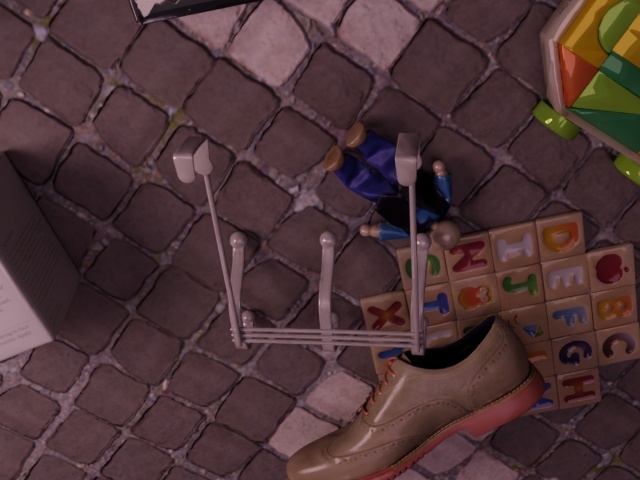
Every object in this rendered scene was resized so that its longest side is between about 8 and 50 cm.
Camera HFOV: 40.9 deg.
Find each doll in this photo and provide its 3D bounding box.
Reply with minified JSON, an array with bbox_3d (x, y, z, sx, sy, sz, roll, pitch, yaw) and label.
[{"bbox_3d":[0.090,-0.050,0.993,0.189,0.046,0.129,37,108,-21],"label":"doll"}]

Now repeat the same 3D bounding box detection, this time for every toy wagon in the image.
[{"bbox_3d":[0.411,-0.181,0.932,0.344,0.068,0.267,28,111,-14],"label":"toy wagon"}]

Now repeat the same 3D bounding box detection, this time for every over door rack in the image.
[{"bbox_3d":[0.000,0.000,0.945,0.239,0.108,0.324,0,136,9],"label":"over door rack"}]

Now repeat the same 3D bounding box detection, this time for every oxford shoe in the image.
[{"bbox_3d":[0.097,0.203,1.074,0.348,0.123,0.130,-28,104,2],"label":"oxford shoe"}]

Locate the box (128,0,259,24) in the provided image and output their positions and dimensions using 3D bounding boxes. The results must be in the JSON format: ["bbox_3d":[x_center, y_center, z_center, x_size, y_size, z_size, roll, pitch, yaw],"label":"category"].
[{"bbox_3d":[-0.101,-0.315,0.824,0.220,0.051,0.175,-5,117,20],"label":"box"}]

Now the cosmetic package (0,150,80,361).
[{"bbox_3d":[-0.388,0.029,0.953,0.151,0.151,0.184,-21,115,7],"label":"cosmetic package"}]

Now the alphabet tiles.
[{"bbox_3d":[0.234,0.113,1.095,0.342,0.011,0.285,-12,115,3],"label":"alphabet tiles"}]
